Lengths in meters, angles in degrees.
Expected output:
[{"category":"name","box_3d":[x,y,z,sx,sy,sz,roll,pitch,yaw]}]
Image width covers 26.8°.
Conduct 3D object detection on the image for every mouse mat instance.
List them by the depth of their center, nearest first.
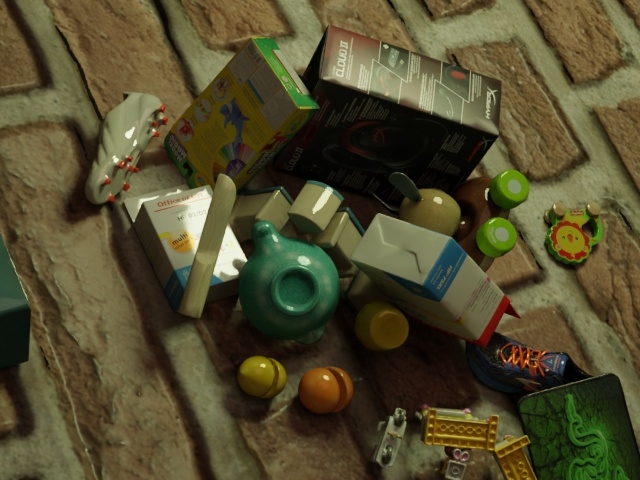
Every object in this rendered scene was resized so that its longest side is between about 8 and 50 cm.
[{"category":"mouse mat","box_3d":[0.354,0.284,1.794,0.152,0.007,0.190,-14,86,-12]}]

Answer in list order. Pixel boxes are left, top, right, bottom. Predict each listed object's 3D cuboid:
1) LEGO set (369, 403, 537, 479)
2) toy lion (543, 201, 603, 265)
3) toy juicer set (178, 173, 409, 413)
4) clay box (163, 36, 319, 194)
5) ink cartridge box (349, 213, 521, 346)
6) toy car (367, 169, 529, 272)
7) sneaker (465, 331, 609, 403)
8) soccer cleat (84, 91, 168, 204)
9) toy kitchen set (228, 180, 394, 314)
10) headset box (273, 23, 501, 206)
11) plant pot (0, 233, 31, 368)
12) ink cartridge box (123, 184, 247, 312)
[{"category":"LEGO set","box_3d":[0.208,0.289,1.759,0.287,0.107,0.132,29,88,-8]},{"category":"toy lion","box_3d":[0.385,-0.009,2.034,0.100,0.034,0.096,-2,68,-23]},{"category":"toy juicer set","box_3d":[-0.062,0.092,1.742,0.329,0.089,0.209,37,85,-9]},{"category":"clay box","box_3d":[-0.114,-0.158,1.833,0.053,0.222,0.127,-10,62,-53]},{"category":"ink cartridge box","box_3d":[0.159,0.065,1.792,0.134,0.231,0.078,20,73,43]},{"category":"toy car","box_3d":[0.163,-0.044,1.849,0.188,0.155,0.149,24,64,-13]},{"category":"sneaker","box_3d":[0.303,0.177,1.849,0.221,0.087,0.083,25,53,-5]},{"category":"soccer cleat","box_3d":[-0.279,-0.127,1.832,0.076,0.068,0.196,18,54,14]},{"category":"toy kitchen set","box_3d":[0.000,0.000,1.859,0.207,0.166,0.122,55,48,-29]},{"category":"headset box","box_3d":[0.078,-0.167,1.894,0.293,0.218,0.110,16,54,-11]},{"category":"plant pot","box_3d":[-0.479,0.079,1.565,0.234,0.166,0.165,-19,68,-23]},{"category":"ink cartridge box","box_3d":[-0.179,-0.006,1.790,0.104,0.061,0.181,-16,67,-30]}]
